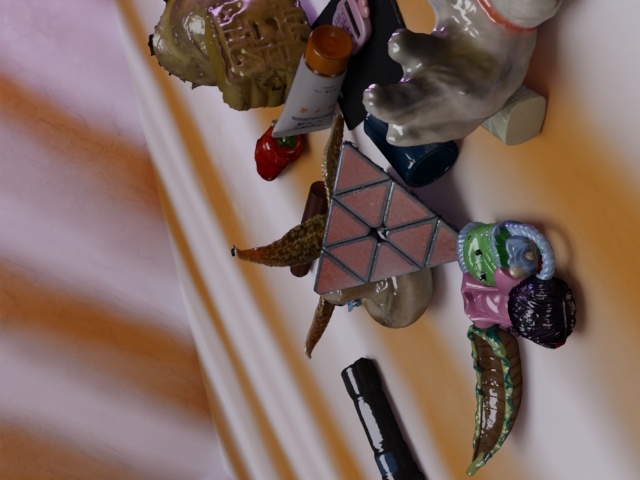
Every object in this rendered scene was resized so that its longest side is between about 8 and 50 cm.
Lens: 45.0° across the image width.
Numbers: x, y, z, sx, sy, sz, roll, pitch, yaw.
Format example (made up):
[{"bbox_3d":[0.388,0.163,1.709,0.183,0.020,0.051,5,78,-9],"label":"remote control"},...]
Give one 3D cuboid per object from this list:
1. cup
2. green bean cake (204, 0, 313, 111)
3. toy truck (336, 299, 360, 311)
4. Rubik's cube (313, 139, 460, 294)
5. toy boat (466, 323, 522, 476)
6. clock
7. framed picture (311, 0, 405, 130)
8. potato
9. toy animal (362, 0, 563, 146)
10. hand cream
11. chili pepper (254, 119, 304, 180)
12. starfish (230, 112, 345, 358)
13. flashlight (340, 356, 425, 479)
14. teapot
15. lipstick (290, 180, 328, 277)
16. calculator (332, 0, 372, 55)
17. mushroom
[{"bbox_3d":[0.160,-0.184,1.325,0.138,0.113,0.150,57,155,28],"label":"cup"},{"bbox_3d":[-0.121,-0.405,1.637,0.131,0.224,0.230,108,144,-67],"label":"green bean cake"},{"bbox_3d":[0.058,0.099,1.840,0.074,0.063,0.136,20,126,37],"label":"toy truck"},{"bbox_3d":[0.110,-0.046,1.396,0.233,0.228,0.229,-26,74,59],"label":"Rubik's cube"},{"bbox_3d":[0.304,0.278,1.372,0.108,0.099,0.293,31,126,59],"label":"toy boat"},{"bbox_3d":[0.304,0.065,1.204,0.195,0.100,0.194,17,120,61],"label":"clock"},{"bbox_3d":[0.077,-0.375,1.499,0.324,0.013,0.244,-28,81,67],"label":"framed picture"},{"bbox_3d":[-0.233,-0.480,1.851,0.237,0.288,0.301,34,103,31],"label":"potato"},{"bbox_3d":[0.202,-0.264,0.988,0.188,0.308,0.266,17,133,44],"label":"toy animal"},{"bbox_3d":[-0.018,-0.304,1.571,0.314,0.139,0.089,114,140,-65],"label":"hand cream"},{"bbox_3d":[-0.112,-0.220,1.932,0.387,0.110,0.110,147,104,-72],"label":"chili pepper"},{"bbox_3d":[0.009,0.004,1.622,0.132,0.384,0.398,17,141,44],"label":"starfish"},{"bbox_3d":[0.158,0.485,1.852,0.424,0.103,0.103,67,157,13],"label":"flashlight"},{"bbox_3d":[0.228,-0.217,1.153,0.200,0.107,0.077,50,152,43],"label":"teapot"},{"bbox_3d":[-0.028,-0.019,1.945,0.057,0.057,0.357,60,154,26],"label":"lipstick"},{"bbox_3d":[0.061,-0.411,1.464,0.103,0.024,0.166,70,159,5],"label":"calculator"},{"bbox_3d":[0.107,0.080,1.513,0.207,0.215,0.207,37,134,52],"label":"mushroom"}]
